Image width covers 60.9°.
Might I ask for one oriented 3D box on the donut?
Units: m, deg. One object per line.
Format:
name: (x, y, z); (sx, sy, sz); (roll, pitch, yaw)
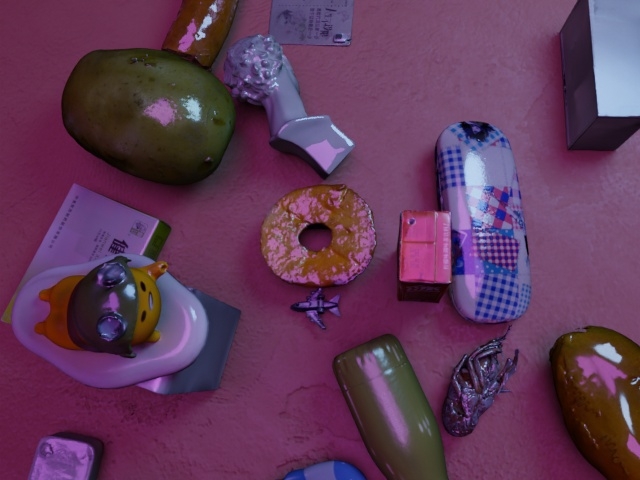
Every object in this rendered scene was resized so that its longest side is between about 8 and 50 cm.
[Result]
donut: (0.000, -0.001, 0.889); (0.190, 0.074, 0.175); (-17, 77, 6)

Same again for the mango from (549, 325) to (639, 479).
mango: (0.411, 0.239, 0.753); (0.151, 0.156, 0.249); (-35, 75, 34)

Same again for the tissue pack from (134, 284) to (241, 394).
tissue pack: (-0.231, 0.131, 0.794); (0.159, 0.246, 0.136); (15, 79, 10)

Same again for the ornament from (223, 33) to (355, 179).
ornament: (-0.060, -0.223, 0.915); (0.120, 0.130, 0.285); (-35, 77, -7)

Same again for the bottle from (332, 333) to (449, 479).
bottle: (0.114, 0.274, 0.794); (0.112, 0.112, 0.260); (-24, 76, 0)

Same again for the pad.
pad: (-0.011, -0.491, 1.032); (0.159, 0.009, 0.265); (3, 78, 8)

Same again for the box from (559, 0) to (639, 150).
box: (0.452, -0.273, 0.870); (0.086, 0.129, 0.225); (2, 78, 6)

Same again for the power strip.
power strip: (-0.426, 0.496, 0.826); (0.091, 0.062, 0.386); (11, 79, -1)

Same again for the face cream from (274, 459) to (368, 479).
face cream: (-0.041, 0.424, 0.792); (0.263, 0.083, 0.149); (-34, 77, -2)

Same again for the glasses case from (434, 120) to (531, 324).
glasses case: (0.254, -0.033, 0.860); (0.125, 0.076, 0.328); (-1, 77, -7)

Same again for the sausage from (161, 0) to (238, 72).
sausage: (-0.206, -0.439, 0.995); (0.108, 0.109, 0.271); (11, 79, 8)

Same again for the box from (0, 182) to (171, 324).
box: (-0.394, 0.054, 0.924); (0.175, 0.062, 0.261); (22, 80, 10)

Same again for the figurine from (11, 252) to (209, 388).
figurine: (-0.265, 0.083, 0.612); (0.249, 0.141, 0.167); (-1, 77, 5)

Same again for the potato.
potato: (-0.282, -0.206, 0.900); (0.304, 0.216, 0.216); (12, 79, 21)

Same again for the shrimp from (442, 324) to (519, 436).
shrimp: (0.242, 0.206, 0.819); (0.073, 0.075, 0.190); (23, 68, 43)

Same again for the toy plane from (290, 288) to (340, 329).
toy plane: (-0.009, 0.106, 0.887); (0.083, 0.031, 0.079); (-1, 62, 4)

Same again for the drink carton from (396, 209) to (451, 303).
drink carton: (0.146, 0.032, 0.787); (0.070, 0.223, 0.096); (1, 77, 8)
